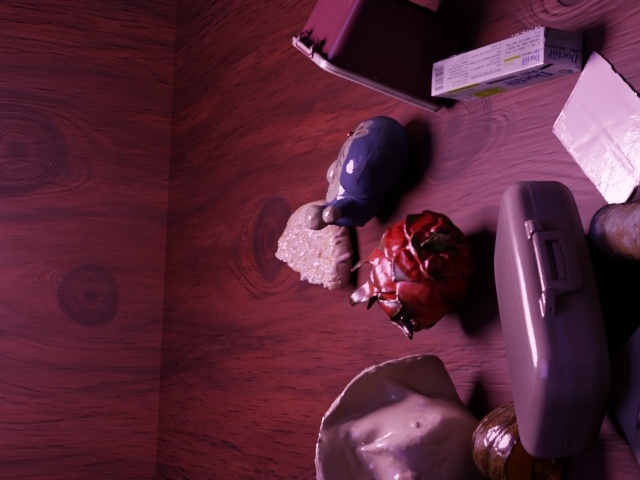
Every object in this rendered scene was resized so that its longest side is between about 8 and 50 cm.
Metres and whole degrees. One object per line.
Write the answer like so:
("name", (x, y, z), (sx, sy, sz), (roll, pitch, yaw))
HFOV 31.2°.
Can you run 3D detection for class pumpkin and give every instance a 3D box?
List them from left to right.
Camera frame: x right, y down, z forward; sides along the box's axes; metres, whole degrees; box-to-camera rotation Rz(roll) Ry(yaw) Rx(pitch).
("pumpkin", (0.298, 0.362, 1.795), (0.131, 0.125, 0.248), (-143, 61, -63))

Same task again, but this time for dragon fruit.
("dragon fruit", (0.170, 0.059, 2.042), (0.192, 0.193, 0.274), (54, 141, 13))

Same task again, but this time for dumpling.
("dumpling", (0.132, 0.389, 1.916), (0.233, 0.315, 0.395), (140, 125, -61))

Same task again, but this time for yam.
("yam", (0.432, -0.013, 1.519), (0.259, 0.093, 0.093), (167, 107, -85))

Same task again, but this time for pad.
("pad", (0.435, -0.167, 1.742), (0.156, 0.004, 0.232), (-67, 31, 32))

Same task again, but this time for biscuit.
("biscuit", (0.000, 0.000, 2.527), (0.281, 0.084, 0.179), (35, 113, 58))

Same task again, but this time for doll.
("doll", (0.081, -0.135, 2.284), (0.228, 0.154, 0.258), (-58, -8, -40))

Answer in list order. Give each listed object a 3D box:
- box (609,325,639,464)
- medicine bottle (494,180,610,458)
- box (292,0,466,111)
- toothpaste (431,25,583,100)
("box", (0.532, 0.198, 1.361), (0.396, 0.111, 0.397), (-61, 34, 40))
("medicine bottle", (0.330, 0.110, 1.660), (0.282, 0.122, 0.375), (83, -175, -53))
("box", (0.117, -0.374, 2.133), (0.168, 0.294, 0.193), (-64, 32, 17))
("toothpaste", (0.307, -0.294, 1.941), (0.336, 0.081, 0.067), (-4, 83, 64))
